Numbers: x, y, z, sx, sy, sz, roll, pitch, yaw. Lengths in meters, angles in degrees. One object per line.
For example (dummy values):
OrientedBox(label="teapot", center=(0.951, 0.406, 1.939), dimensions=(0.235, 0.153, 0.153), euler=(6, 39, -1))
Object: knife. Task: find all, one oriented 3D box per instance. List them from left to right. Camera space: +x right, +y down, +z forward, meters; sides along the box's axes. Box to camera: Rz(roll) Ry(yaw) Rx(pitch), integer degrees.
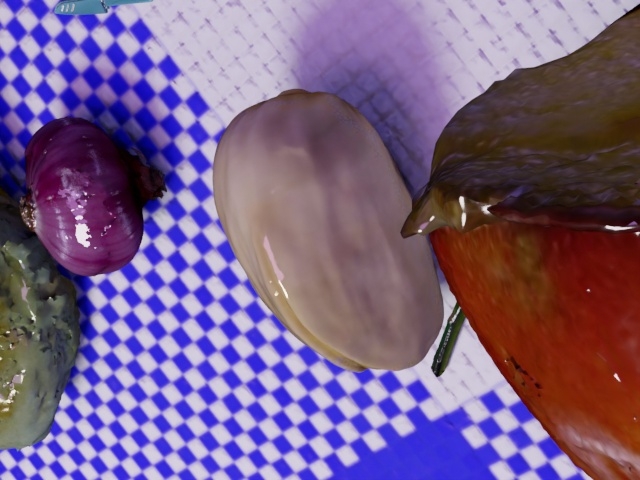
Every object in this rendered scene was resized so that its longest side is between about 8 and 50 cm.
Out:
OrientedBox(label="knife", center=(-0.149, -0.162, 1.139), dimensions=(0.091, 0.005, 0.014), euler=(-1, 114, 34))

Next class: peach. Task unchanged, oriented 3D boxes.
OrientedBox(label="peach", center=(0.248, 0.007, 0.756), dimensions=(0.416, 0.339, 0.353), euler=(31, 129, 21))

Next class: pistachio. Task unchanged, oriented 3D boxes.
OrientedBox(label="pistachio", center=(0.000, 0.000, 1.043), dimensions=(0.117, 0.145, 0.200), euler=(-2, 123, 34))

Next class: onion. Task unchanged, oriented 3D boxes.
OrientedBox(label="onion", center=(-0.160, -0.033, 1.169), dimensions=(0.104, 0.115, 0.115), euler=(-15, 113, -8))

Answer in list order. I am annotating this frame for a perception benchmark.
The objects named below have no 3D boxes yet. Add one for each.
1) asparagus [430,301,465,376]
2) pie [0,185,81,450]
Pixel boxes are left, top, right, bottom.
OrientedBox(label="asparagus", center=(0.099, 0.030, 1.081), dimensions=(0.013, 0.016, 0.166), euler=(58, 143, 38))
OrientedBox(label="pie", center=(-0.397, 0.004, 1.292), dimensions=(0.395, 0.180, 0.418), euler=(-10, 117, 36))
